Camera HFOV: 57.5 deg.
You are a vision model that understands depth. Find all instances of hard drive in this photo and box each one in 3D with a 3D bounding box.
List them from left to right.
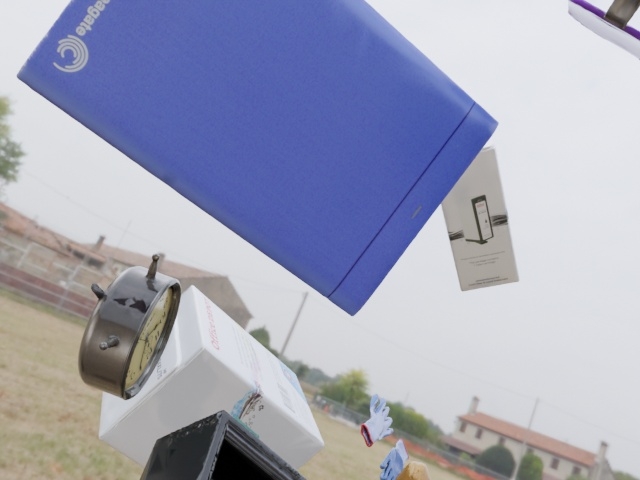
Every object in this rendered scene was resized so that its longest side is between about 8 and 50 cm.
[{"bbox_3d":[-0.035,-0.111,0.470,0.319,0.210,0.040,37,1,-16],"label":"hard drive"}]

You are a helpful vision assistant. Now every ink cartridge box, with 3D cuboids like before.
[{"bbox_3d":[-0.171,0.252,0.913,0.270,0.197,0.198,48,3,-27],"label":"ink cartridge box"},{"bbox_3d":[0.214,-0.056,0.822,0.086,0.148,0.203,-12,-65,15],"label":"ink cartridge box"}]

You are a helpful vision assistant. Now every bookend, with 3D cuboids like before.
[{"bbox_3d":[-0.056,0.225,0.375,0.072,0.157,0.156,-30,-65,27],"label":"bookend"}]

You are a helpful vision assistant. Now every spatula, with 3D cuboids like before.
[{"bbox_3d":[0.208,-0.175,0.370,0.084,0.030,0.296,38,5,15],"label":"spatula"}]

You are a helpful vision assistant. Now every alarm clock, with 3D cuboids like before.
[{"bbox_3d":[-0.198,0.103,0.613,0.064,0.129,0.192,18,-37,4],"label":"alarm clock"}]

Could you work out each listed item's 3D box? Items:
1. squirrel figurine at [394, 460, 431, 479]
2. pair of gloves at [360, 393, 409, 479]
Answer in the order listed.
[{"bbox_3d":[0.059,0.563,0.874,0.370,0.397,0.281,14,31,-54],"label":"squirrel figurine"},{"bbox_3d":[0.135,0.425,1.205,0.023,0.198,0.159,-19,1,24],"label":"pair of gloves"}]
